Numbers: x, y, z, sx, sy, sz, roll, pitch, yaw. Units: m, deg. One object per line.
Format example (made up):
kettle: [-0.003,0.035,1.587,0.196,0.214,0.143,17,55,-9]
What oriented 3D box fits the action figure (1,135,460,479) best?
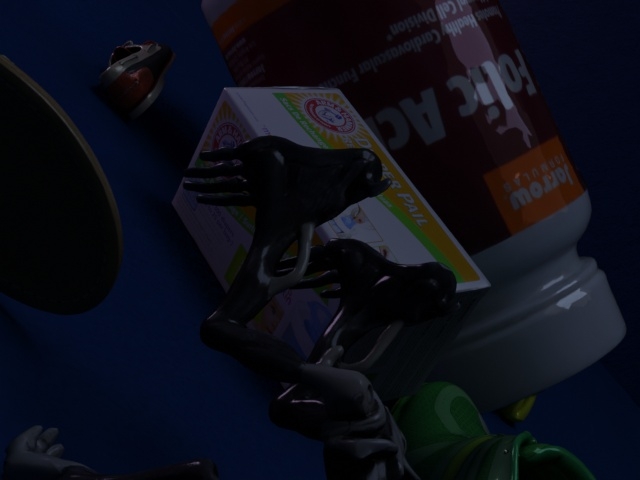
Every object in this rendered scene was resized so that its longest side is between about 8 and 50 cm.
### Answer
action figure: [-0.020,0.100,0.456,0.164,0.141,0.275,50,35,-39]

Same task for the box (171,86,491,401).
box: [0.000,0.000,0.814,0.103,0.114,0.203,-5,48,-39]

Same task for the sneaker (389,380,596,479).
sneaker: [0.113,0.169,0.734,0.109,0.123,0.295,44,12,-19]

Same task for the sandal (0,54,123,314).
sandal: [-0.174,-0.072,0.547,0.240,0.088,0.079,42,18,-10]

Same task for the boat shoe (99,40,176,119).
boat shoe: [-0.149,-0.139,0.965,0.043,0.049,0.137,43,17,-18]

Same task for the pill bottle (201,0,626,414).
pill bottle: [0.081,-0.066,0.977,0.392,0.224,0.224,64,11,-2]

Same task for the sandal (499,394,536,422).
sandal: [0.163,0.069,1.221,0.317,0.138,0.126,34,21,-47]
